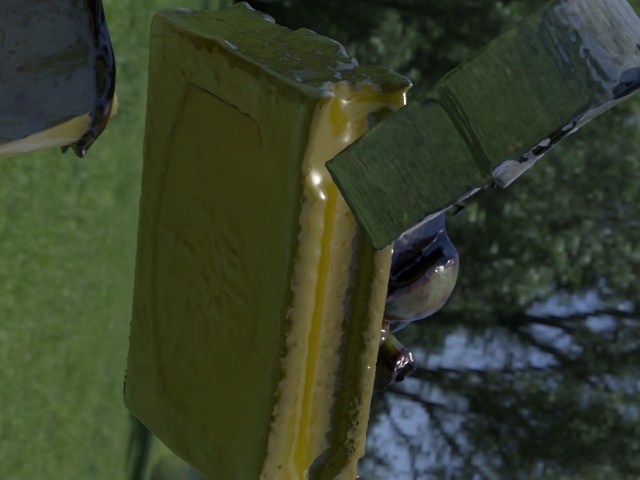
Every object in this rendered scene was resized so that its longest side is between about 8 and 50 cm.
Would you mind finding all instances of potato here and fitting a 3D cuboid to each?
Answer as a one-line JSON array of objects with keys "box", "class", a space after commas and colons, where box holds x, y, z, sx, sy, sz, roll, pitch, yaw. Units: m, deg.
[{"box": [-0.259, -0.160, 0.847, 0.242, 0.242, 0.285, 147, -76, -83], "class": "potato"}]

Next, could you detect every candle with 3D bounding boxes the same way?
[{"box": [0.102, -0.071, 0.780, 0.192, 0.068, 0.168, -33, 179, 38], "class": "candle"}]

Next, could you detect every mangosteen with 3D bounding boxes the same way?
[{"box": [-0.002, -0.003, 1.346, 0.233, 0.287, 0.288, 55, 42, -66], "class": "mangosteen"}]

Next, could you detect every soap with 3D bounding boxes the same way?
[{"box": [-0.046, 0.013, 1.011, 0.199, 0.091, 0.315, 35, -55, 45], "class": "soap"}]
